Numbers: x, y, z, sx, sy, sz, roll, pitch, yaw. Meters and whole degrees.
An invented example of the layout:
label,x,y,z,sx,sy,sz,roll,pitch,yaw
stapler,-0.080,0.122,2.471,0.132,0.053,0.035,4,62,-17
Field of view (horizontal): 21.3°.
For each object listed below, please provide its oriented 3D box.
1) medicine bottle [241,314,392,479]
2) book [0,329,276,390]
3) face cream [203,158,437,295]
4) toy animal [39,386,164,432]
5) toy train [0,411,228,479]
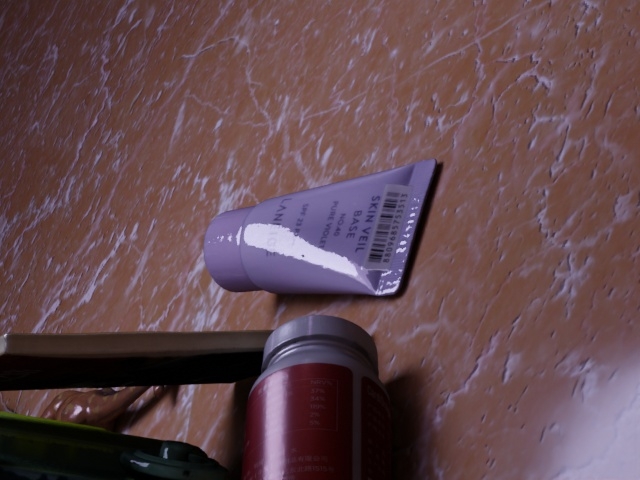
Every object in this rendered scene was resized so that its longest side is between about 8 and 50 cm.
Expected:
label,x,y,z,sx,sy,sz,roll,pitch,yaw
medicine bottle,-0.003,0.190,1.469,0.131,0.131,0.250,-43,29,33
book,-0.180,0.116,1.632,0.262,0.374,0.028,-19,74,55
face cream,0.000,0.000,1.744,0.274,0.096,0.154,-9,52,44
toy animal,-0.267,0.215,2.031,0.230,0.066,0.224,-55,24,-1
toy train,-0.280,0.245,1.616,0.272,0.442,0.179,-174,95,-75
